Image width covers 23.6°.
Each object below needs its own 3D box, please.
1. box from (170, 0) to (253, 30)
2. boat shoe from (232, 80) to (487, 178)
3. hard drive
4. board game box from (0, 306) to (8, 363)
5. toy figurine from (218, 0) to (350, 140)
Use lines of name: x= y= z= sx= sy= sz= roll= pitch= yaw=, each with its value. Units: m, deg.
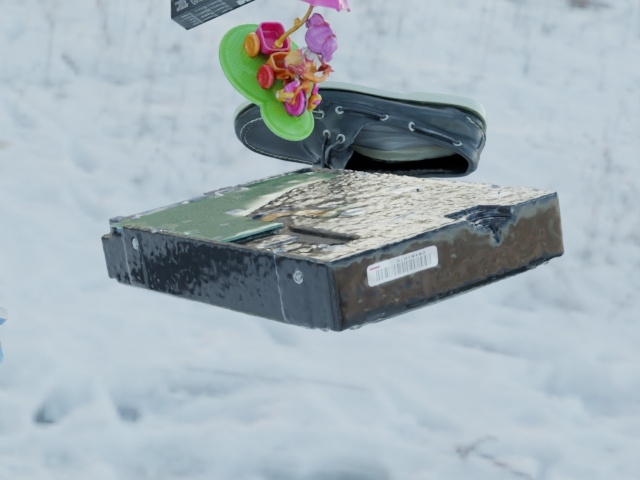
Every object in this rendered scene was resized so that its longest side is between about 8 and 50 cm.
box: x=-0.061 y=-0.182 z=0.999 sx=0.083 sy=0.067 sz=0.018 roll=-20 pitch=-30 yaw=29
boat shoe: x=0.050 y=-0.126 z=2.025 sx=0.340 sy=0.127 sz=0.113 roll=5 pitch=51 yaw=-1
hard drive: x=0.000 y=0.000 z=1.270 sx=0.237 sy=0.064 sz=0.339 roll=-17 pitch=16 yaw=-35
board game box: x=-0.509 y=0.112 z=1.249 sx=0.390 sy=0.050 sz=0.390 roll=-18 pitch=-14 yaw=13
toy figurine: x=-0.023 y=-0.232 z=1.815 sx=0.130 sy=0.159 sz=0.173 roll=-5 pitch=63 yaw=-34
